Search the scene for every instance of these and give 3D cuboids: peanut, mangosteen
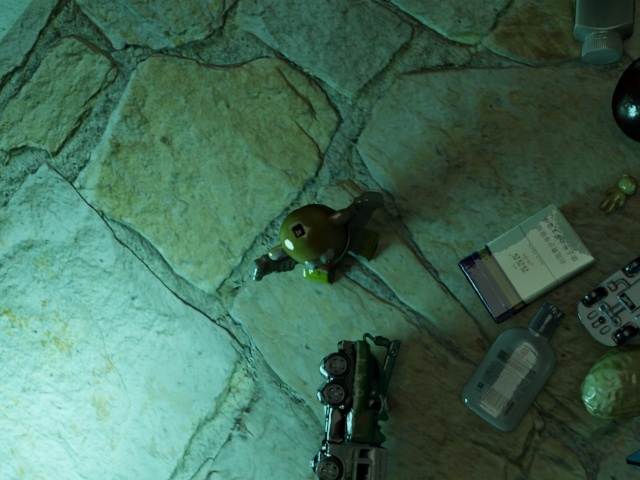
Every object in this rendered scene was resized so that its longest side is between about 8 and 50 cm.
[{"bbox_3d":[0.686,0.270,1.485,0.313,0.149,0.149,-21,72,11],"label":"peanut"},{"bbox_3d":[0.740,-0.320,1.563,0.216,0.216,0.216,-4,77,18],"label":"mangosteen"}]

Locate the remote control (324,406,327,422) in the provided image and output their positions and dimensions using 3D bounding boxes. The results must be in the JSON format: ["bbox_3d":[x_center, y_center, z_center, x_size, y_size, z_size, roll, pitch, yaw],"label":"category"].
[{"bbox_3d":[0.036,0.448,1.730,0.053,0.018,0.125,-9,75,18],"label":"remote control"}]

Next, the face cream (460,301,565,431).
[{"bbox_3d":[0.438,0.269,1.602,0.144,0.071,0.291,32,91,21],"label":"face cream"}]

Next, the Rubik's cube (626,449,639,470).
[{"bbox_3d":[0.784,0.383,1.398,0.284,0.250,0.234,26,75,27],"label":"Rubik's cube"}]

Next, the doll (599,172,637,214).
[{"bbox_3d":[0.664,-0.105,1.618,0.093,0.051,0.061,-35,41,6],"label":"doll"}]

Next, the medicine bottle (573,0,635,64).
[{"bbox_3d":[0.660,-0.515,1.690,0.131,0.088,0.189,3,79,20],"label":"medicine bottle"}]

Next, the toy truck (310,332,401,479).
[{"bbox_3d":[0.075,0.389,1.645,0.177,0.176,0.364,8,77,-3],"label":"toy truck"}]

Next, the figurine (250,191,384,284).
[{"bbox_3d":[-0.001,0.000,1.700,0.167,0.285,0.343,40,91,24],"label":"figurine"}]

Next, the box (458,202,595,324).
[{"bbox_3d":[0.463,0.054,1.641,0.259,0.071,0.168,-33,70,10],"label":"box"}]

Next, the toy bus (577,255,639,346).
[{"bbox_3d":[0.648,0.131,1.524,0.209,0.136,0.126,-38,69,8],"label":"toy bus"}]
